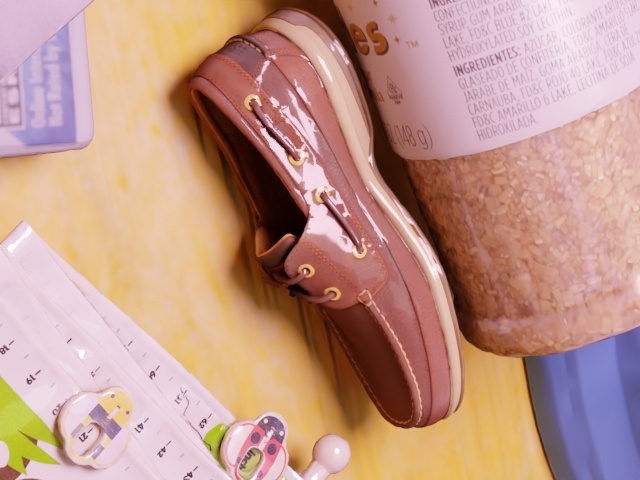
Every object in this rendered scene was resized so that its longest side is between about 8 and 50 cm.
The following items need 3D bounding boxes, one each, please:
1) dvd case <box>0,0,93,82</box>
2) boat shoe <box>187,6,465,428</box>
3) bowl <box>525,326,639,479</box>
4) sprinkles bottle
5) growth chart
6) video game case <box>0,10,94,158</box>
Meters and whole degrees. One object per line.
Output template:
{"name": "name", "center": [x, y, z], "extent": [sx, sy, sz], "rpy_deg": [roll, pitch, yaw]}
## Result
{"name": "dvd case", "center": [-0.127, -0.136, 0.571], "extent": [0.221, 0.018, 0.164], "rpy_deg": [-48, 119, -29]}
{"name": "boat shoe", "center": [0.000, 0.000, 0.707], "extent": [0.060, 0.064, 0.178], "rpy_deg": [-31, 104, -28]}
{"name": "bowl", "center": [0.262, 0.014, 0.916], "extent": [0.391, 0.077, 0.391], "rpy_deg": [-3, 94, -40]}
{"name": "sprinkles bottle", "center": [0.050, -0.134, 0.685], "extent": [0.121, 0.121, 0.355], "rpy_deg": [-33, 109, -34]}
{"name": "growth chart", "center": [-0.105, 0.090, 0.638], "extent": [0.237, 0.021, 0.172], "rpy_deg": [41, 74, -36]}
{"name": "video game case", "center": [-0.211, -0.178, 0.534], "extent": [0.300, 0.036, 0.329], "rpy_deg": [-8, 98, -39]}
